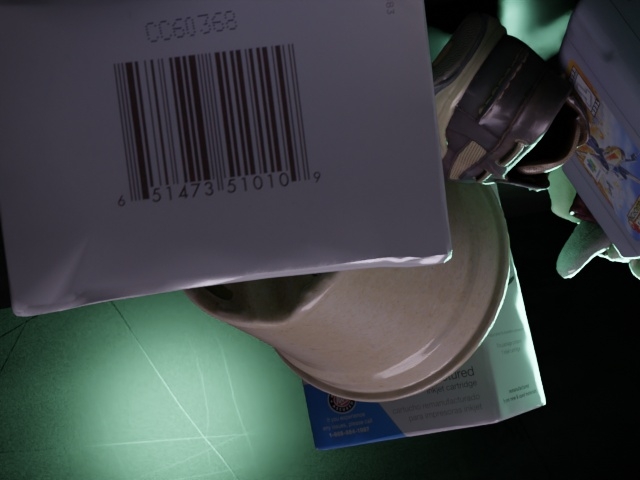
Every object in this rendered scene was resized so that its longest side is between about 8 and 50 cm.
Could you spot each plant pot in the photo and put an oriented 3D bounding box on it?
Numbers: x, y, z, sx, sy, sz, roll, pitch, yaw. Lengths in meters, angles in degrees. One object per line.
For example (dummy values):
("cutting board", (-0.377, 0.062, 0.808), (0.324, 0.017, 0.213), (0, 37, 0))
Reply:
("plant pot", (0.000, 0.000, 1.167), (0.334, 0.333, 0.305), (-15, 164, 23))

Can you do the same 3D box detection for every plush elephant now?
("plush elephant", (0.422, -0.057, 1.563), (0.330, 0.272, 0.255), (-28, 140, -38))

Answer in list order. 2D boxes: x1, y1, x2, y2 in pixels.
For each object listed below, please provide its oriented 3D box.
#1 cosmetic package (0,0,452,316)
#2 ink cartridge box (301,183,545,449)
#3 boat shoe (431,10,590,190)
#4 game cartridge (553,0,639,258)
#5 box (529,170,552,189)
("cosmetic package", (-0.061, -0.059, 0.676), (0.217, 0.156, 0.385), (-7, -178, -2))
("ink cartridge box", (0.107, 0.063, 1.474), (0.285, 0.395, 0.166), (-16, 172, 32))
("boat shoe", (0.175, -0.098, 1.022), (0.132, 0.130, 0.355), (-56, 166, 4))
("game cartridge", (0.289, -0.092, 1.016), (0.062, 0.198, 0.297), (-25, 162, -4))
("box", (0.474, -0.151, 1.941), (0.183, 0.056, 0.231), (-12, 175, 1))
